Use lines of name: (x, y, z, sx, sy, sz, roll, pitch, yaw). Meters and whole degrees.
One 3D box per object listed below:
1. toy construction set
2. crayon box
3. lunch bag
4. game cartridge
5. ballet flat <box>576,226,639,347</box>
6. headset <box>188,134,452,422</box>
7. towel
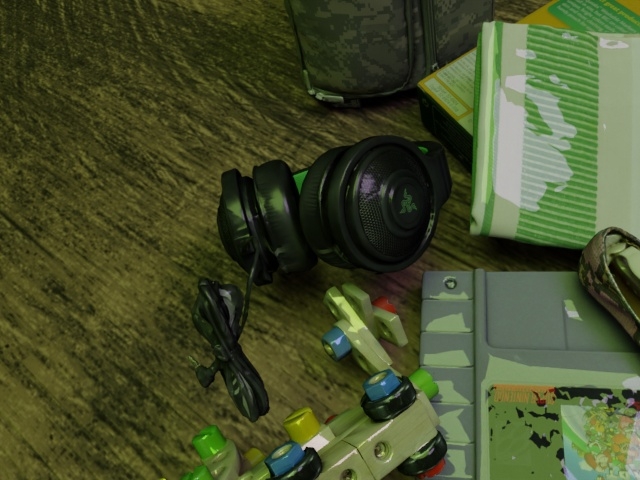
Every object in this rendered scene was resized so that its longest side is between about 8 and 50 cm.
toy construction set: (-0.010, 0.187, 0.561, 0.151, 0.215, 0.327, 46, 71, -8)
crayon box: (0.312, -0.194, 0.737, 0.323, 0.083, 0.203, -32, 58, -3)
lunch bag: (0.072, -0.339, 0.765, 0.256, 0.305, 0.212, -17, 55, 1)
game cartridge: (0.273, 0.137, 0.570, 0.355, 0.068, 0.230, -1, 56, 15)
ballet flat: (0.314, 0.073, 0.515, 0.077, 0.079, 0.221, -31, 57, -5)
headset: (0.000, 0.000, 0.612, 0.243, 0.185, 0.394, -9, 17, 29)
towel: (0.324, -0.105, 0.629, 0.325, 0.038, 0.248, 5, 81, 1)
